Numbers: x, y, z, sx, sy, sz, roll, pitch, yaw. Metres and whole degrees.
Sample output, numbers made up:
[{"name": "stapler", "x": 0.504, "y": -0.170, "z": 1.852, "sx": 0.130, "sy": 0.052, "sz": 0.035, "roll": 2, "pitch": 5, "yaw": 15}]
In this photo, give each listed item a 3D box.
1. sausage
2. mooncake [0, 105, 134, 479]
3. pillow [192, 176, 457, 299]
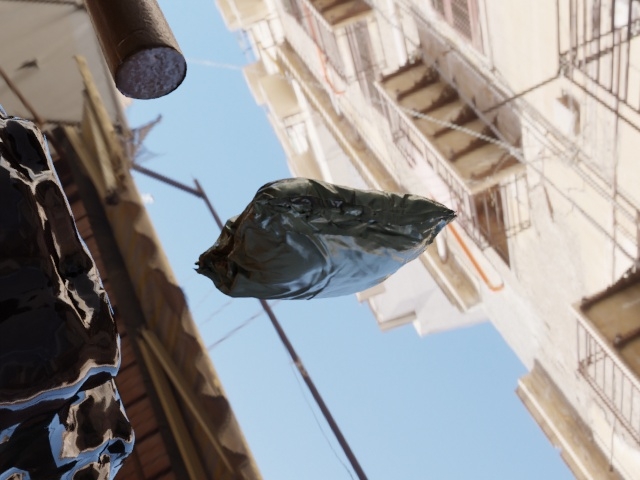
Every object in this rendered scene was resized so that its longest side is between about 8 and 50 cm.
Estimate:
[{"name": "sausage", "x": -0.321, "y": -0.359, "z": 1.319, "sx": 0.123, "sy": 0.123, "sz": 0.252, "roll": -24, "pitch": -122, "yaw": -5}, {"name": "mooncake", "x": -0.280, "y": 0.060, "z": 0.596, "sx": 0.212, "sy": 0.381, "sz": 0.350, "roll": -25, "pitch": -106, "yaw": -25}, {"name": "pillow", "x": 0.000, "y": 0.000, "z": 1.093, "sx": 0.310, "sy": 0.283, "sz": 0.138, "roll": 3, "pitch": -112, "yaw": -30}]
